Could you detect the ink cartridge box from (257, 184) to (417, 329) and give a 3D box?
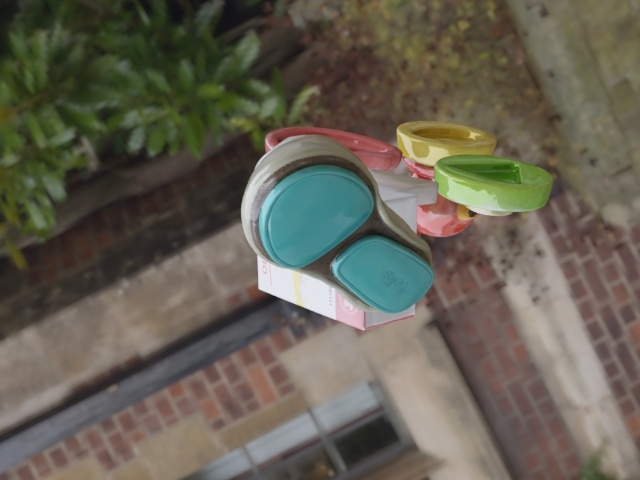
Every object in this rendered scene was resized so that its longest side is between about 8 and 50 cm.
[{"bbox_3d":[0.000,0.000,1.299,0.198,0.067,0.115,17,113,51],"label":"ink cartridge box"}]

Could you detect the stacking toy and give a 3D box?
[{"bbox_3d":[0.098,-0.038,1.610,0.279,0.309,0.130,36,125,56],"label":"stacking toy"}]

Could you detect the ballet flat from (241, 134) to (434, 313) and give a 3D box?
[{"bbox_3d":[0.000,-0.018,0.890,0.086,0.086,0.248,63,-172,27],"label":"ballet flat"}]
